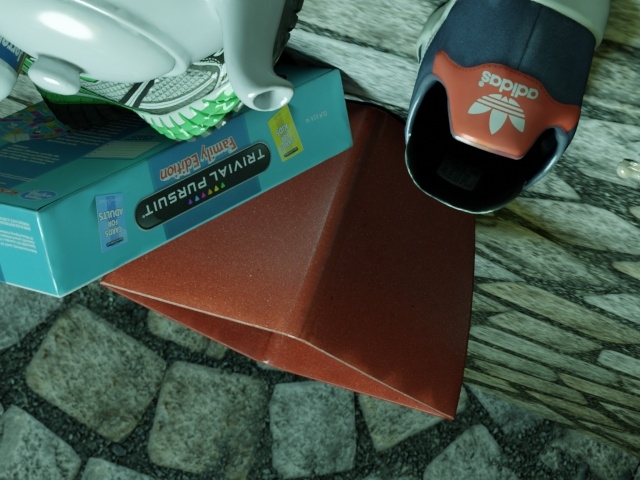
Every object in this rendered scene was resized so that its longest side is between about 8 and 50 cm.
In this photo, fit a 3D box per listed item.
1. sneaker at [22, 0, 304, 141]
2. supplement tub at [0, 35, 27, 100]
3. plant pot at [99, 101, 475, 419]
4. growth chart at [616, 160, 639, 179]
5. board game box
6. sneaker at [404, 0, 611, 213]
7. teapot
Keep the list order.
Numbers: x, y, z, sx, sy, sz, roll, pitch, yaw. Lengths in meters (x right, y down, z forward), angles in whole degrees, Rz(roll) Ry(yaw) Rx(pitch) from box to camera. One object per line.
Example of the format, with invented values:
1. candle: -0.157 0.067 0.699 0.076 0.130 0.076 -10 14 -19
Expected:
1. sneaker: -0.153 -0.167 1.476 0.344 0.134 0.146 0 144 47
2. supplement tub: -0.277 -0.189 1.392 0.144 0.199 0.144 20 171 3
3. plant pot: 0.000 0.000 1.787 0.267 0.235 0.267 14 169 41
4. growth chart: 0.324 -0.052 1.445 0.172 0.021 0.237 19 171 6
5. board game box: -0.180 -0.068 1.616 0.336 0.079 0.254 -28 -153 -37
6. sneaker: 0.112 -0.085 1.311 0.131 0.148 0.350 20 171 6
7. teapot: -0.144 -0.183 1.179 0.253 0.187 0.256 24 171 -17
